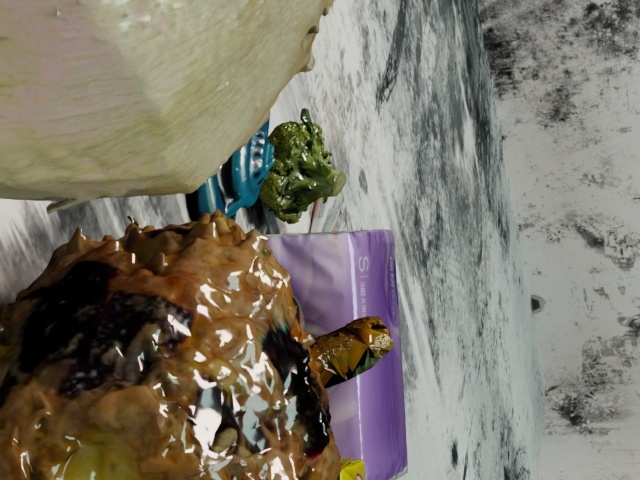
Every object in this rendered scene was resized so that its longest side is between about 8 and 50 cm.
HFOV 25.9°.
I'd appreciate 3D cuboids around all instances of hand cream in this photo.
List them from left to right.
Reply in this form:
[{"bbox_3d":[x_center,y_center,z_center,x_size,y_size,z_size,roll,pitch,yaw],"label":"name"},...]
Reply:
[{"bbox_3d":[0.002,0.001,2.003,0.052,0.038,0.216,37,53,-37],"label":"hand cream"}]

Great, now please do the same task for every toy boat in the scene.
[{"bbox_3d":[-0.087,-0.142,1.636,0.134,0.092,0.299,63,28,-60],"label":"toy boat"}]

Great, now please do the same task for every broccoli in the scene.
[{"bbox_3d":[-0.028,-0.089,1.765,0.131,0.120,0.130,-56,155,-23],"label":"broccoli"}]

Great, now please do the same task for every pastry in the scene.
[{"bbox_3d":[-0.128,0.150,1.088,0.405,0.292,0.337,-25,110,-77],"label":"pastry"}]

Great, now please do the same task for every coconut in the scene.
[{"bbox_3d":[-0.156,-0.214,0.945,0.404,0.405,0.404,-3,90,-73],"label":"coconut"}]

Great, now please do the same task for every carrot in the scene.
[{"bbox_3d":[-0.024,0.151,1.609,0.069,0.229,0.069,54,-23,35],"label":"carrot"}]

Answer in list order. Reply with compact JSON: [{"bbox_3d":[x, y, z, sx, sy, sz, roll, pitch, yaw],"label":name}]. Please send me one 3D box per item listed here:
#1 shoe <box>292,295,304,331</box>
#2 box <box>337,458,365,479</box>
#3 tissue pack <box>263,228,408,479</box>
[{"bbox_3d":[-0.110,0.112,1.488,0.291,0.114,0.137,-52,131,-60],"label":"shoe"},{"bbox_3d":[-0.032,0.382,1.586,0.097,0.168,0.265,5,84,-70],"label":"box"},{"bbox_3d":[0.017,0.154,1.794,0.242,0.160,0.338,-8,94,-73],"label":"tissue pack"}]
